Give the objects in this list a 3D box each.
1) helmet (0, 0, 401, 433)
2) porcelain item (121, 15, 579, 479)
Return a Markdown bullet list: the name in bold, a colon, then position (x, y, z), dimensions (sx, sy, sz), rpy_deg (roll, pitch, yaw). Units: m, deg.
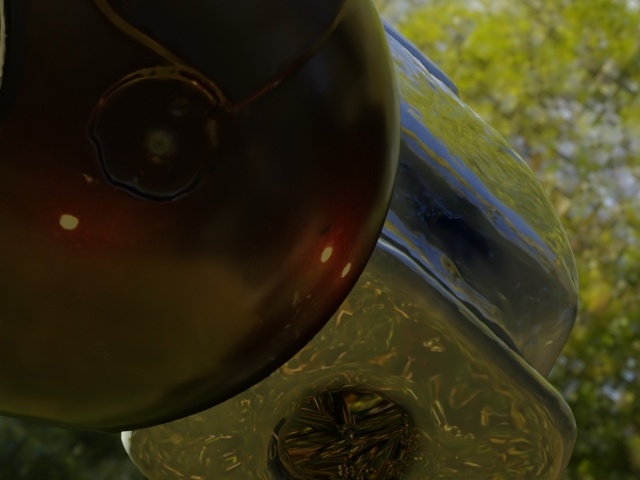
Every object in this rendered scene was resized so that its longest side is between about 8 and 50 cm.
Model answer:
- **helmet**: position (-0.073, -0.034, 0.656), dimensions (0.193, 0.216, 0.189), rpy_deg (60, -21, -7)
- **porcelain item**: position (0.000, 0.000, 0.965), dimensions (0.242, 0.178, 0.405), rpy_deg (41, 16, -19)
